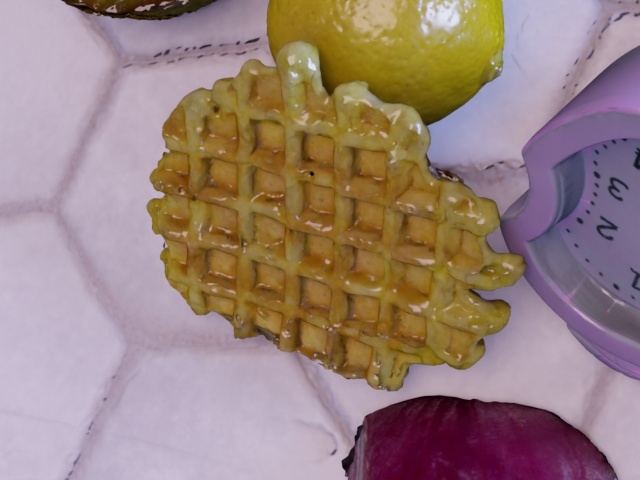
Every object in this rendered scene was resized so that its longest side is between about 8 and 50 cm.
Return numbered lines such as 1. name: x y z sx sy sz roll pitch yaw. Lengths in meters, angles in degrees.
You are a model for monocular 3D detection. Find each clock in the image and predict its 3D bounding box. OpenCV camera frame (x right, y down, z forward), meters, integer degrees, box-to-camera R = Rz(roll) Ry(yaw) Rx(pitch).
1. clock: 0.292 0.014 1.204 0.338 0.338 0.102 37 62 18

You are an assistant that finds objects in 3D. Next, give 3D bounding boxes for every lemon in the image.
1. lemon: 0.054 -0.171 1.346 0.203 0.178 0.178 27 94 17

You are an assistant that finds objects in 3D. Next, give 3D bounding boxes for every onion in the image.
1. onion: 0.112 0.249 1.324 0.247 0.111 0.250 4 85 20

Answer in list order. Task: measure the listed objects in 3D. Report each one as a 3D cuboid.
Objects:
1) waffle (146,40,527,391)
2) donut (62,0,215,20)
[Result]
1. waffle: 0.002 -0.002 1.343 0.312 0.060 0.307 44 133 1
2. donut: -0.141 -0.314 1.466 0.272 0.107 0.272 -2 80 15
